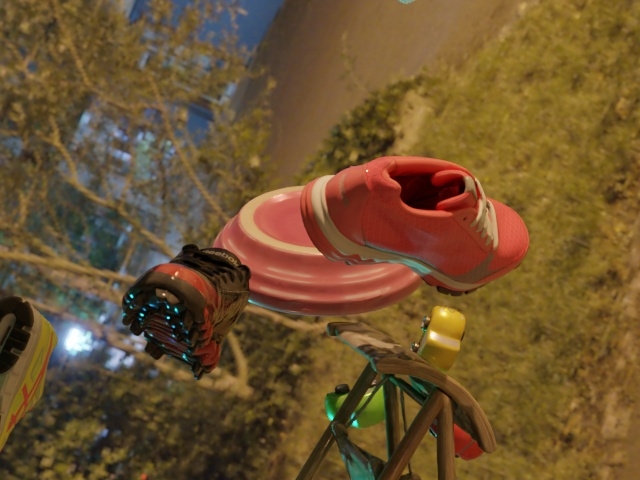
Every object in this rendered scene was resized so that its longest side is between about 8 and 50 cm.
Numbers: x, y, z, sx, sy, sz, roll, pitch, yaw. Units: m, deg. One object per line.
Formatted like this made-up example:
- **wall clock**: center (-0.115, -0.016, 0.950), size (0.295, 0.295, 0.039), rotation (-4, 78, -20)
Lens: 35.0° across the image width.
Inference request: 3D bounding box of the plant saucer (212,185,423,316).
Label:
- **plant saucer**: center (0.000, 0.000, 1.547), size (0.332, 0.332, 0.084), rotation (-94, 6, -64)

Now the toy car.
- **toy car**: center (0.118, 0.227, 1.440), size (0.053, 0.225, 0.239), rotation (-94, -9, -77)

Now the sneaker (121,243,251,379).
- **sneaker**: center (-0.134, 0.056, 1.060), size (0.276, 0.097, 0.135), rotation (95, -159, -73)

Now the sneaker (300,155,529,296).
- **sneaker**: center (0.135, -0.020, 1.077), size (0.136, 0.313, 0.116), rotation (-31, 60, 45)

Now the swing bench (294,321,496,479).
- **swing bench**: center (0.081, 0.242, 1.179), size (0.253, 0.165, 0.255), rotation (-154, 78, -78)

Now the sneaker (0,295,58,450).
- **sneaker**: center (-0.323, 0.165, 1.023), size (0.209, 0.081, 0.094), rotation (-63, -21, -9)

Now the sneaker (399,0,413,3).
- **sneaker**: center (0.125, -0.389, 1.153), size (0.163, 0.226, 0.086), rotation (0, 39, 44)
